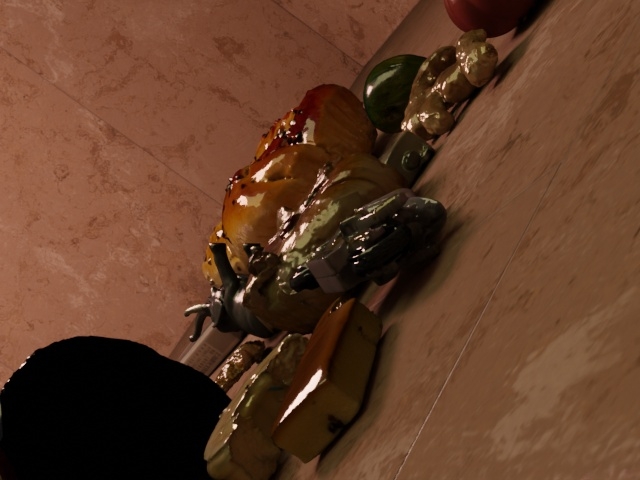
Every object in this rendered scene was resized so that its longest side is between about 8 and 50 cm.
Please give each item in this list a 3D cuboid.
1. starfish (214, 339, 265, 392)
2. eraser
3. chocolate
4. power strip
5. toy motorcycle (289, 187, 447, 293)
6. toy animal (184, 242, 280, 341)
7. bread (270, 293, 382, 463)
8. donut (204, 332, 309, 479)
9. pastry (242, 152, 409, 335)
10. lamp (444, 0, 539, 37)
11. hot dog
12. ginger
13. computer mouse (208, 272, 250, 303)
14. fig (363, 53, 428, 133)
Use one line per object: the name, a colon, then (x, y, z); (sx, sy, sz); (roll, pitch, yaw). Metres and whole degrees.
starfish: (-0.129, 0.189, 1.726); (0.138, 0.050, 0.247); (-38, -6, -2)
eraser: (-0.200, 0.192, 2.280); (0.352, 0.061, 0.089); (-47, 8, 47)
chocolate: (-0.236, 0.260, 1.395); (0.283, 0.283, 0.186); (-63, -5, -57)
power strip: (0.072, -0.067, 1.696); (0.080, 0.048, 0.286); (-56, 5, -22)
toy motorcycle: (0.058, -0.003, 1.241); (0.152, 0.073, 0.225); (-35, 5, -23)
toy animal: (-0.110, 0.068, 1.729); (0.269, 0.082, 0.137); (-9, 85, 50)
bread: (0.014, 0.109, 1.133); (0.088, 0.049, 0.226); (-51, 6, 25)
donut: (-0.058, 0.177, 1.227); (0.108, 0.065, 0.166); (-47, 10, 52)
pastry: (0.003, -0.004, 1.500); (0.236, 0.121, 0.257); (-57, 7, -25)
lamp: (0.228, -0.349, 1.613); (0.182, 0.140, 0.182); (-56, 3, 4)
hot dog: (-0.053, -0.100, 2.209); (0.367, 0.196, 0.365); (-59, 11, -23)
ginger: (0.168, -0.192, 1.607); (0.149, 0.065, 0.258); (-67, 12, -1)
computer mouse: (-0.106, 0.102, 1.855); (0.192, 0.106, 0.062); (-29, 38, 63)
fig: (0.139, -0.239, 1.912); (0.177, 0.117, 0.117); (-31, 22, 50)
